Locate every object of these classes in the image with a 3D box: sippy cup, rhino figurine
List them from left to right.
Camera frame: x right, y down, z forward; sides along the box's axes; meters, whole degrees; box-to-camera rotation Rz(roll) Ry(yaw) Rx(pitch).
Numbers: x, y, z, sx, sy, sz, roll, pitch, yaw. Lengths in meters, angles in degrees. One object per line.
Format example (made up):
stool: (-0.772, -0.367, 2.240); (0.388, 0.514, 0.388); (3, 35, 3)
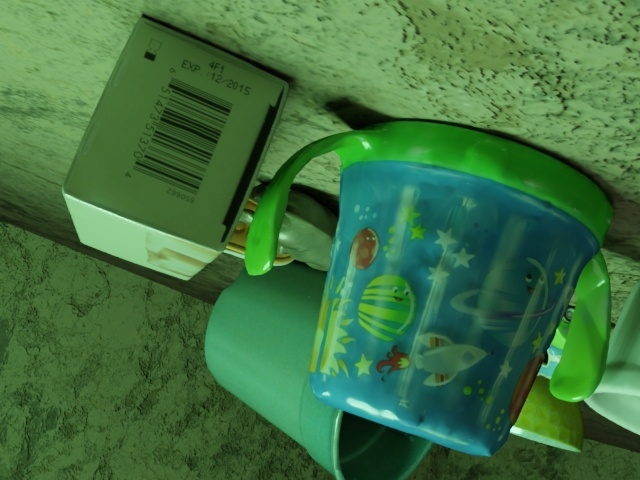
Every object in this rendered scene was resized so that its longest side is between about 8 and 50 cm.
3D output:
rhino figurine: (0.000, 0.000, 0.993); (0.106, 0.073, 0.243); (14, 170, 37)
sippy cup: (0.098, 0.050, 0.675); (0.305, 0.224, 0.240); (17, 168, 13)

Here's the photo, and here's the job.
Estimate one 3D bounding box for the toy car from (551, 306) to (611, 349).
toy car: (0.275, 0.100, 1.060); (0.224, 0.053, 0.239); (21, 169, -9)

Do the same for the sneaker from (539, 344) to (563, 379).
sneaker: (0.346, 0.170, 1.256); (0.086, 0.085, 0.237); (49, 171, -3)

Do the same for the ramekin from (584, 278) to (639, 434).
ramekin: (0.401, 0.133, 0.754); (0.277, 0.135, 0.277); (22, 167, 5)

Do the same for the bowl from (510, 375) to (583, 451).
bowl: (0.351, 0.267, 1.481); (0.289, 0.156, 0.289); (19, 169, 4)

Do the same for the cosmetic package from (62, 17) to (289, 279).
cosmetic package: (-0.137, -0.060, 0.728); (0.129, 0.153, 0.296); (22, 170, -11)

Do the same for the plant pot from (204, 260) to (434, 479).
plant pot: (0.008, 0.192, 1.331); (0.334, 0.341, 0.341); (21, 172, 36)

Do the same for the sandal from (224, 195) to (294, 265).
sandal: (-0.111, -0.032, 0.986); (0.265, 0.102, 0.076); (17, 171, -37)
